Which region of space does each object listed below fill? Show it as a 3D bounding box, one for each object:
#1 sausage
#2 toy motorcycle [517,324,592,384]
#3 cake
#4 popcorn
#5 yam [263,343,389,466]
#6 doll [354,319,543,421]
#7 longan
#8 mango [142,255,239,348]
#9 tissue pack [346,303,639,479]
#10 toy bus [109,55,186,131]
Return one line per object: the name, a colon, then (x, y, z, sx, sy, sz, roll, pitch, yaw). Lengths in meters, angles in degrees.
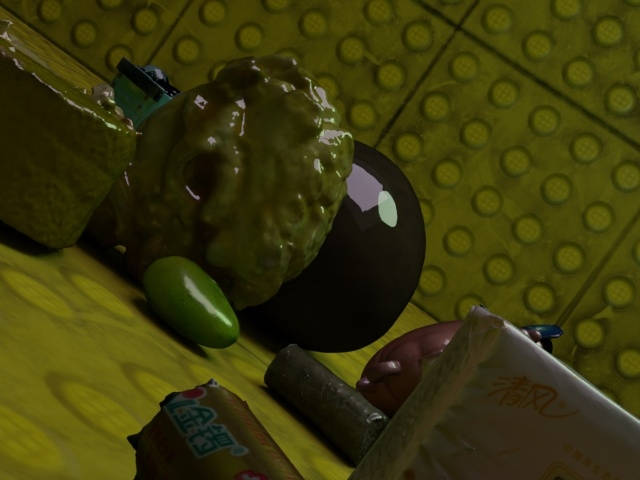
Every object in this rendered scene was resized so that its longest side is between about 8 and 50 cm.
sausage: (0.014, 0.187, 0.512, 0.082, 0.082, 0.371, 32, 6, -38)
toy motorcycle: (0.310, 0.231, 1.547, 0.331, 0.196, 0.125, 34, 3, 1)
cake: (-0.289, -0.113, 1.022, 0.260, 0.156, 0.179, 33, -2, -5)
popcorn: (-0.095, -0.041, 1.181, 0.225, 0.286, 0.174, 59, -1, 18)
yam: (0.006, 0.145, 1.077, 0.132, 0.054, 0.054, 36, 4, 33)
doll: (0.128, 0.135, 1.232, 0.262, 0.211, 0.093, 19, 49, -59)
longan: (0.000, 0.000, 1.373, 0.258, 0.258, 0.258, 35, 4, -3)
mango: (-0.115, 0.057, 1.076, 0.108, 0.056, 0.073, 39, 11, 18)
tissue pack: (0.159, 0.188, 0.881, 0.225, 0.185, 0.124, 35, 1, -6)
toy bus: (-0.199, -0.123, 1.716, 0.271, 0.165, 0.133, 32, 6, -44)
